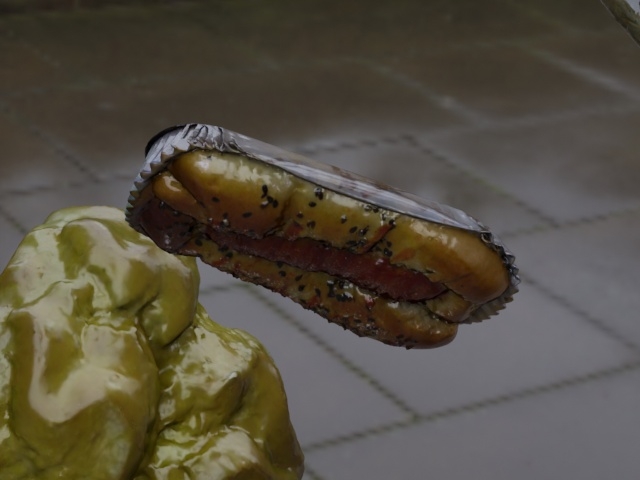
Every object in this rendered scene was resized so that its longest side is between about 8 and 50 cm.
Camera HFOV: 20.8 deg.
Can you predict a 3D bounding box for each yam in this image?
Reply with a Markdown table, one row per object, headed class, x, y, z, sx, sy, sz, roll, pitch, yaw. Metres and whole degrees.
| class | x | y | z | sx | sy | sz | roll | pitch | yaw |
| --- | --- | --- | --- | --- | --- | --- | --- | --- | --- |
| yam | 0.168 | -0.123 | 0.936 | 0.021 | 0.021 | 0.116 | -11 | 53 | -36 |

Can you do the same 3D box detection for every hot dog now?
| class | x | y | z | sx | sy | sz | roll | pitch | yaw |
| --- | --- | --- | --- | --- | --- | --- | --- | --- | --- |
| hot dog | 0.000 | 0.000 | 0.830 | 0.191 | 0.108 | 0.059 | 20 | 60 | -14 |

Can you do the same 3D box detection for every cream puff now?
| class | x | y | z | sx | sy | sz | roll | pitch | yaw |
| --- | --- | --- | --- | --- | --- | --- | --- | --- | --- |
| cream puff | -0.139 | 0.150 | 1.296 | 0.257 | 0.324 | 0.291 | 20 | 16 | 1 |
